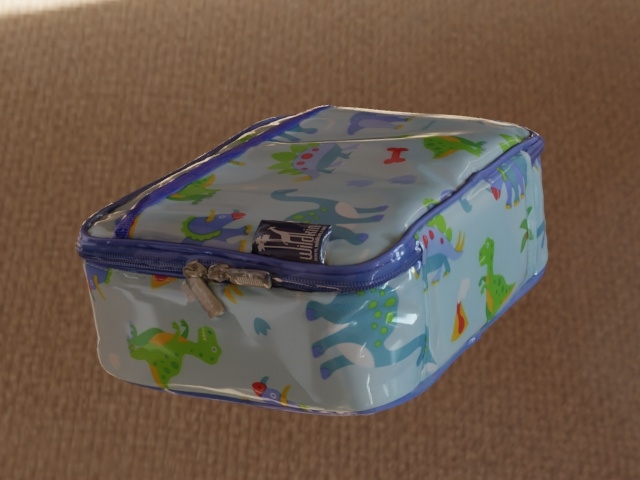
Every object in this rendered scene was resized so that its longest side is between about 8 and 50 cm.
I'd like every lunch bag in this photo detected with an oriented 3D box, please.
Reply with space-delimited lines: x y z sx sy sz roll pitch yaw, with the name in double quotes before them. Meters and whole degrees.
"lunch bag" 0.000 0.000 0.650 0.176 0.090 0.219 6 23 31
